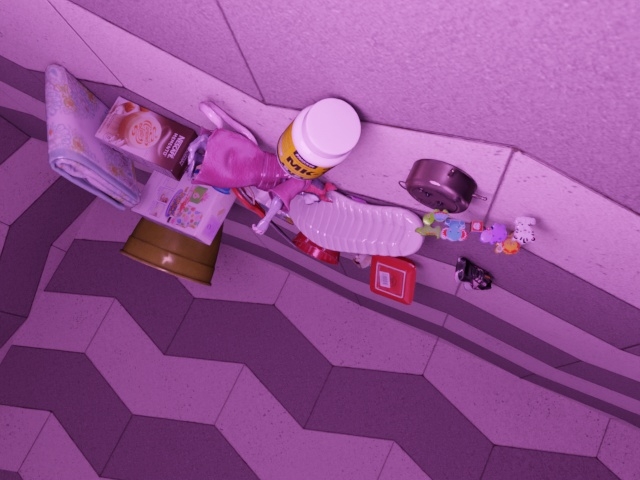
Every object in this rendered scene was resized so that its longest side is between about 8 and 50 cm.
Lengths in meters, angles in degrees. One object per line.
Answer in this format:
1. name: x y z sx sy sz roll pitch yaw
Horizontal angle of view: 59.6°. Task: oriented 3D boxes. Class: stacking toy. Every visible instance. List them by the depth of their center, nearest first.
1. stacking toy: 0.306 -0.014 1.124 0.221 0.052 0.167 6 171 6

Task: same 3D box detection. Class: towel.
1. towel: -0.679 -0.289 1.668 0.090 0.320 0.374 -21 157 7

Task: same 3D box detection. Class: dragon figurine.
1. dragon figurine: -0.304 -0.199 1.730 0.289 0.085 0.144 28 170 5

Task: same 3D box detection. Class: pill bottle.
1. pill bottle: -0.006 -0.187 1.047 0.119 0.119 0.208 29 168 -12

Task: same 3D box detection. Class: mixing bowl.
1. mixing bowl: 0.000 0.000 1.925 0.181 0.098 0.181 25 169 5

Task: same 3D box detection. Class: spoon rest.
1. spoon rest: -0.161 -0.148 1.721 0.137 0.084 0.276 33 180 -25

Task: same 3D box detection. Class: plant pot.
1. plant pot: -0.527 -0.052 2.157 0.366 0.353 0.366 22 176 2

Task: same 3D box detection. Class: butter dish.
1. butter dish: 0.253 0.105 1.825 0.160 0.118 0.160 18 124 28

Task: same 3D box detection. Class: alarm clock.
1. alarm clock: 0.218 -0.102 1.092 0.129 0.064 0.192 33 170 -30

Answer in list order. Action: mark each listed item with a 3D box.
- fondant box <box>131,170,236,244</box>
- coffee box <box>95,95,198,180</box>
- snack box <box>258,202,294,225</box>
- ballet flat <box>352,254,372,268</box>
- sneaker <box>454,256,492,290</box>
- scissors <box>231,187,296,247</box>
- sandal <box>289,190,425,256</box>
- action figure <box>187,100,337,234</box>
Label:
1. fondant box: -0.466 -0.147 1.938 0.330 0.238 0.096 19 166 32
2. coffee box: -0.489 -0.290 1.603 0.246 0.141 0.098 24 168 5
3. snack box: -0.143 -0.105 1.923 0.141 0.037 0.100 28 168 -5
4. ballet flat: 0.151 0.073 2.040 0.052 0.057 0.168 37 167 -4
5. sneaker: 0.422 0.092 1.527 0.077 0.072 0.178 4 166 33
6. scissors: -0.184 -0.074 1.823 0.297 0.021 0.109 51 -165 -9
7. sandal: 0.091 -0.049 1.474 0.416 0.169 0.102 19 -153 31
8. action figure: -0.132 -0.179 1.365 0.370 0.275 0.248 10 -157 -12
